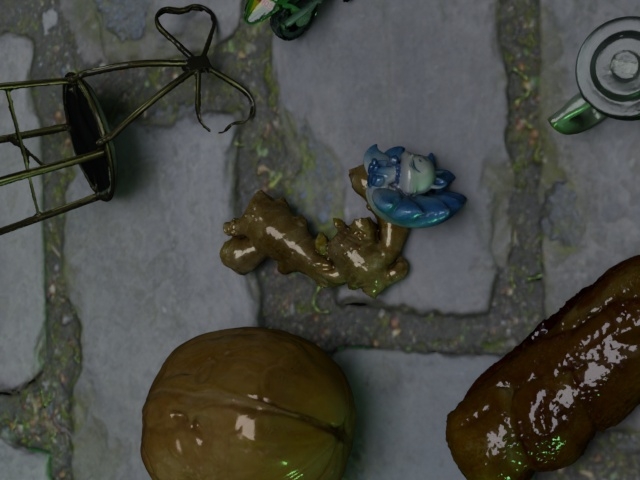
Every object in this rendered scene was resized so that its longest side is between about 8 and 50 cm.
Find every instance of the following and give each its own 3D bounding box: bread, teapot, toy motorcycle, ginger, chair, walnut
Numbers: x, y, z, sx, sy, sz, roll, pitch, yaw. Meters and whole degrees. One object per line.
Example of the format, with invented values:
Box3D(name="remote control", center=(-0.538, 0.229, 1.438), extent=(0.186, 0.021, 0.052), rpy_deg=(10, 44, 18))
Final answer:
Box3D(name="bread", center=(0.250, 0.107, 1.363), extent=(0.344, 0.084, 0.124), rpy_deg=(-42, 69, 18))
Box3D(name="teapot", center=(0.271, -0.149, 1.368), extent=(0.124, 0.091, 0.092), rpy_deg=(-8, 82, 22))
Box3D(name="toy motorcycle", center=(-0.002, -0.290, 1.513), extent=(0.074, 0.106, 0.190), rpy_deg=(39, 103, 25))
Box3D(name="ginger", center=(0.000, 0.000, 1.521), extent=(0.193, 0.052, 0.176), rpy_deg=(-48, 67, 15))
Box3D(name="chair", center=(-0.252, -0.118, 1.622), extent=(0.326, 0.170, 0.159), rpy_deg=(-18, 68, -19))
Box3D(name="walnut", center=(-0.072, 0.183, 1.478), extent=(0.226, 0.193, 0.193), rpy_deg=(-9, 82, 31))

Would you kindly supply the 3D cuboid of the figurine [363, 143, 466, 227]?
Box3D(name="figurine", center=(0.095, -0.050, 1.456), extent=(0.114, 0.114, 0.079), rpy_deg=(30, 122, 26))
